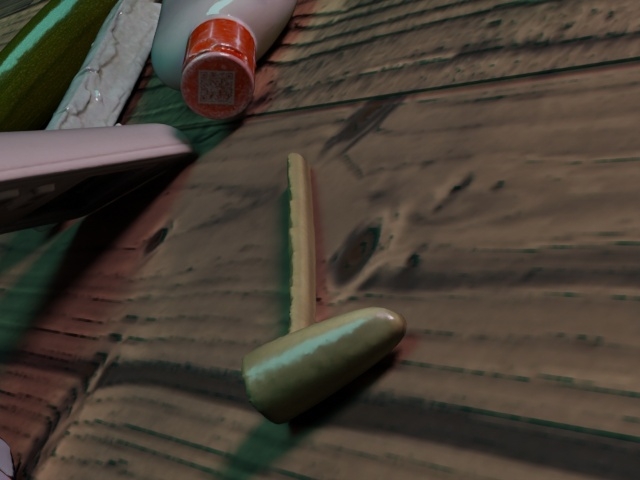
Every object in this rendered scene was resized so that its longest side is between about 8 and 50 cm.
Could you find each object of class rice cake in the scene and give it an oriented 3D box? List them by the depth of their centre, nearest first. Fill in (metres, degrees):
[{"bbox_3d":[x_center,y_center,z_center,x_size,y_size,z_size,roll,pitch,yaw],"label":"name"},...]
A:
[{"bbox_3d":[-0.154,-0.096,0.932,0.045,0.042,0.245,-42,21,37],"label":"rice cake"}]

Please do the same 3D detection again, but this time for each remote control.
[{"bbox_3d":[-0.205,-0.028,0.682,0.109,0.055,0.313,-26,-7,36],"label":"remote control"}]

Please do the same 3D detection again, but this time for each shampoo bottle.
[{"bbox_3d":[-0.058,-0.138,0.837,0.108,0.051,0.221,-34,25,17],"label":"shampoo bottle"}]

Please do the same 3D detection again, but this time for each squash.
[{"bbox_3d":[-0.194,-0.159,1.072,0.258,0.069,0.069,-47,24,-5],"label":"squash"}]

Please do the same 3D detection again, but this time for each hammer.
[{"bbox_3d":[0.000,0.000,0.554,0.060,0.028,0.195,-32,25,14],"label":"hammer"}]

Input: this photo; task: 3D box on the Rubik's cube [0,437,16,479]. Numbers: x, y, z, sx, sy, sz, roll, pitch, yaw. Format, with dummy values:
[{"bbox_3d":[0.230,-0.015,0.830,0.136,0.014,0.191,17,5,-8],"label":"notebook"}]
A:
[{"bbox_3d":[-0.225,0.123,0.547,0.154,0.155,0.151,-45,24,1],"label":"Rubik's cube"}]
